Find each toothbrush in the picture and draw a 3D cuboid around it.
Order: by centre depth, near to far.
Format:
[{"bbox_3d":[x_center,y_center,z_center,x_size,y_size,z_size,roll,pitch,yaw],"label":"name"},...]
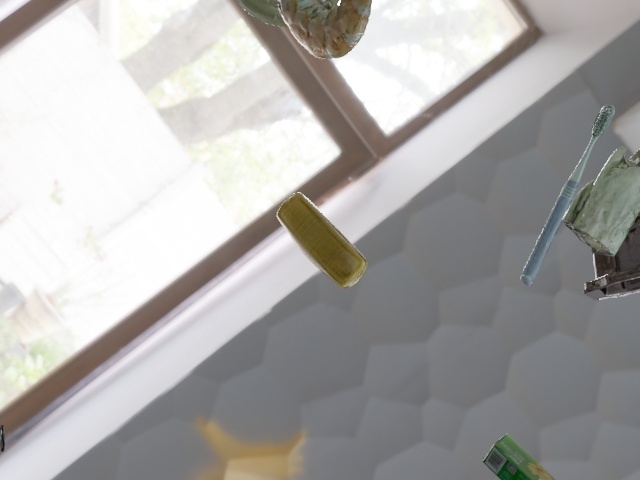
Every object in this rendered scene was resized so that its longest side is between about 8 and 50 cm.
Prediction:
[{"bbox_3d":[0.261,-0.044,0.901,0.016,0.220,0.019,29,31,18],"label":"toothbrush"}]

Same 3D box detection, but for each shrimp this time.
[{"bbox_3d":[0.011,-0.383,1.347,0.287,0.068,0.185,7,-66,61],"label":"shrimp"}]

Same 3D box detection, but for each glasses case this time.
[{"bbox_3d":[0.000,0.000,1.605,0.234,0.079,0.064,47,13,34],"label":"glasses case"}]

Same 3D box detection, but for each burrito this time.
[{"bbox_3d":[0.280,-0.043,0.800,0.074,0.118,0.044,40,-8,-36],"label":"burrito"}]

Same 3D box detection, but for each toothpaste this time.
[{"bbox_3d":[0.287,0.328,1.083,0.178,0.037,0.043,43,-48,27],"label":"toothpaste"}]

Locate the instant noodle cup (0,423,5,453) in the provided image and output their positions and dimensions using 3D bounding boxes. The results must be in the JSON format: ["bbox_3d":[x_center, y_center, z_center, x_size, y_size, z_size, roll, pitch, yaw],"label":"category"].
[{"bbox_3d":[-0.660,0.350,1.407,0.217,0.217,0.207,53,-36,-6],"label":"instant noodle cup"}]

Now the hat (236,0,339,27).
[{"bbox_3d":[-0.063,-0.553,1.645,0.252,0.252,0.110,56,23,-29],"label":"hat"}]

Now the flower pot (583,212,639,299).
[{"bbox_3d":[0.429,-0.003,0.992,0.179,0.250,0.084,18,58,-65],"label":"flower pot"}]
